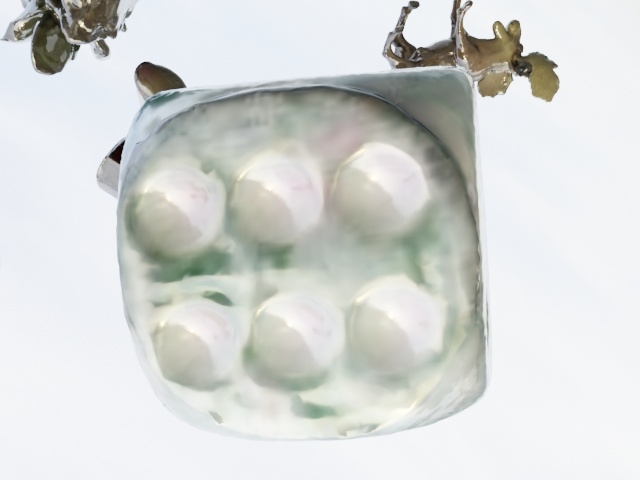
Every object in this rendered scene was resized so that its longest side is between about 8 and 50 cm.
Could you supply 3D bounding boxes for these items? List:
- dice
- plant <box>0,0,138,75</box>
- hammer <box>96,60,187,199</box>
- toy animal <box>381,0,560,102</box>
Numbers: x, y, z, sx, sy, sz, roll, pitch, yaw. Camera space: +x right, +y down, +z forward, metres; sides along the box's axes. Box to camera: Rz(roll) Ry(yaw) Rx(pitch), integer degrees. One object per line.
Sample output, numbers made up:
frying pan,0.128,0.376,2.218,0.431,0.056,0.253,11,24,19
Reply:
dice,0.000,0.000,1.083,0.348,0.328,0.330,-41,-54,-78
plant,-0.312,-0.347,1.333,0.189,0.276,0.199,22,-153,-5
hammer,-0.190,-0.111,1.427,0.242,0.409,0.095,36,-111,9
toy animal,0.191,-0.236,1.396,0.093,0.214,0.186,-95,-14,-52
